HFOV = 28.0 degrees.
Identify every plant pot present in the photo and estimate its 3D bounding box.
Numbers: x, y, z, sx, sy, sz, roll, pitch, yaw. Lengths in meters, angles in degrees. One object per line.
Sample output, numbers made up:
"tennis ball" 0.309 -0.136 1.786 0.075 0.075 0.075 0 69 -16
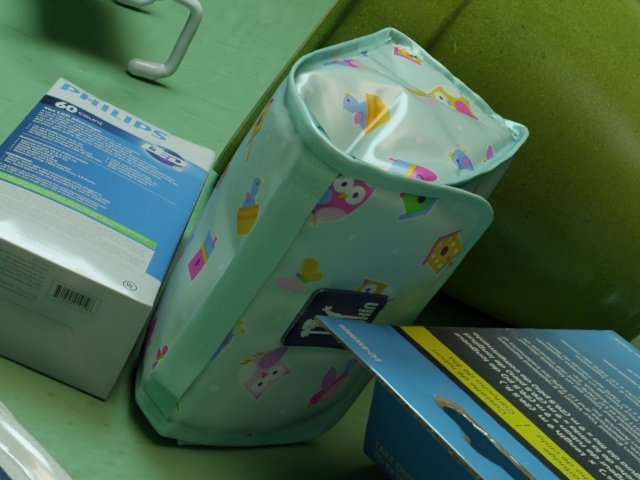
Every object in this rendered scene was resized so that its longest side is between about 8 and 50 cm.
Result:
"plant pot" 0.159 -0.092 1.081 0.353 0.366 0.366 39 23 -3

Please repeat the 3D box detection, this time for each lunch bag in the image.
"lunch bag" 0.000 0.000 0.813 0.160 0.223 0.262 38 25 5

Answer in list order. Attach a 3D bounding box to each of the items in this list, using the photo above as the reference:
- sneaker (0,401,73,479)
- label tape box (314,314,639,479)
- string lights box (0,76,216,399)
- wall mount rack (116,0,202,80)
"sneaker" -0.227 0.112 0.491 0.322 0.130 0.236 25 13 4
"label tape box" 0.153 0.158 0.772 0.333 0.106 0.240 6 28 -47
"string lights box" -0.160 -0.014 0.856 0.133 0.077 0.260 25 23 -6
"wall mount rack" -0.274 -0.285 1.247 0.304 0.130 0.350 21 24 -24
